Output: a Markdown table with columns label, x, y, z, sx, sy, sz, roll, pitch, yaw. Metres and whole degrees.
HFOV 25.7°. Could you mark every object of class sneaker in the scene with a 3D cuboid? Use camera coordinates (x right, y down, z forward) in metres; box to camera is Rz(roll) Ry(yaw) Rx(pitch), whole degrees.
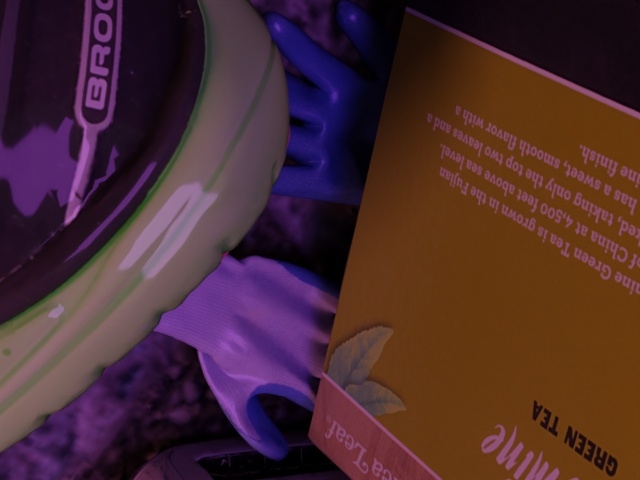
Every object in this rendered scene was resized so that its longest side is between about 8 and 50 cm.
| label | x | y | z | sx | sy | sz | roll | pitch | yaw |
| --- | --- | --- | --- | --- | --- | --- | --- | --- | --- |
| sneaker | -0.234 | 0.047 | 0.466 | 0.483 | 0.185 | 0.202 | -44 | 107 | -10 |

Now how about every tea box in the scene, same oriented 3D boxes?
| label | x | y | z | sx | sy | sz | roll | pitch | yaw |
| --- | --- | --- | --- | --- | --- | --- | --- | --- | --- |
| tea box | 0.211 | -0.016 | 0.591 | 0.329 | 0.220 | 0.323 | -1 | 114 | -33 |

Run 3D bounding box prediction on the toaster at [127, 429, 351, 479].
| label | x | y | z | sx | sy | sz | roll | pitch | yaw |
| --- | --- | --- | --- | --- | --- | --- | --- | --- | --- |
| toaster | -0.002 | 0.176 | 0.655 | 0.227 | 0.129 | 0.146 | -1 | 109 | -27 |

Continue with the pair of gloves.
| label | x | y | z | sx | sy | sz | roll | pitch | yaw |
| --- | --- | --- | --- | --- | --- | --- | --- | --- | --- |
| pair of gloves | 0.000 | 0.000 | 0.624 | 0.159 | 0.023 | 0.198 | 26 | 86 | -36 |
